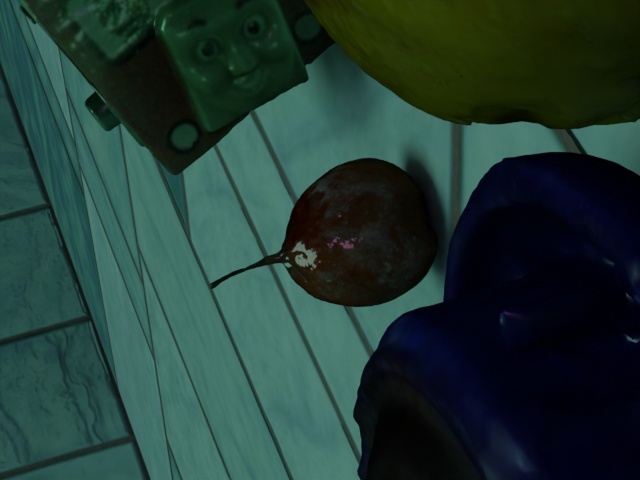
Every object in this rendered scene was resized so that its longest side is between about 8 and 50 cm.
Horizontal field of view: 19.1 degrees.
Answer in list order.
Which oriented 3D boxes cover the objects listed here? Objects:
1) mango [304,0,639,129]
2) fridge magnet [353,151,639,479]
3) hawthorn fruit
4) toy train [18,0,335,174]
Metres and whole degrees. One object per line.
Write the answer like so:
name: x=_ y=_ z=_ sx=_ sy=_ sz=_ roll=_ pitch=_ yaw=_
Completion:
mango: x=0.041 y=-0.123 z=0.439 sx=0.262 sy=0.130 sz=0.167 roll=-125 pitch=30 yaw=-69
fridge magnet: x=0.087 y=0.105 z=0.540 sx=0.265 sy=0.112 sz=0.265 roll=163 pitch=90 yaw=-77
hawthorn fruit: x=0.000 y=0.000 z=0.834 sx=0.067 sy=0.103 sz=0.067 roll=170 pitch=90 yaw=-71
toy train: x=-0.108 y=-0.158 z=0.971 sx=0.159 sy=0.129 sz=0.326 roll=52 pitch=180 yaw=-33
